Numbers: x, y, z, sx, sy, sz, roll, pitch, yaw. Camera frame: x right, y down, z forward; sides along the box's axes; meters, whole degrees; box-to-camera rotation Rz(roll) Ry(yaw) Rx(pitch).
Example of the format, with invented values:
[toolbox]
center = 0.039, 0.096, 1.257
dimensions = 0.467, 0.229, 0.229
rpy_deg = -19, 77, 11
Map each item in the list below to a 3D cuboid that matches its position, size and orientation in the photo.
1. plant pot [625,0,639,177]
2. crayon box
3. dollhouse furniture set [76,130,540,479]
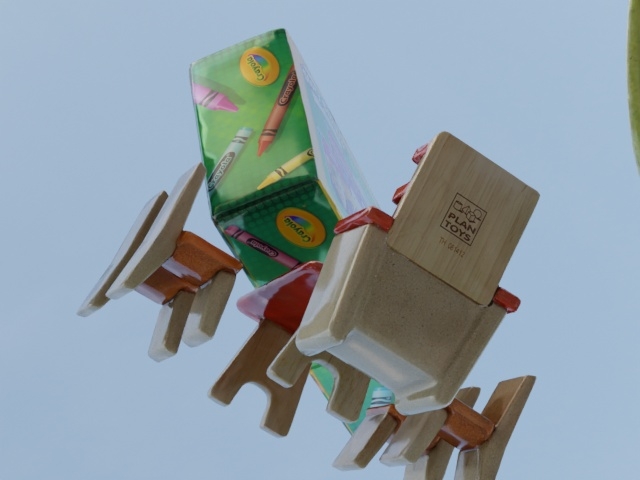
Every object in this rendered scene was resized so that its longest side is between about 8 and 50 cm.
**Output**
[plant pot]
center = 0.417, -0.154, 1.273
dimensions = 0.276, 0.254, 0.276
rpy_deg = -7, -82, -63
[crayon box]
center = 0.000, 0.000, 1.129
dimensions = 0.081, 0.278, 0.165
rpy_deg = -21, -135, 9
[dollhouse furniture set]
center = 0.020, 0.039, 0.919
dimensions = 0.262, 0.259, 0.135
rpy_deg = 32, -111, -13
